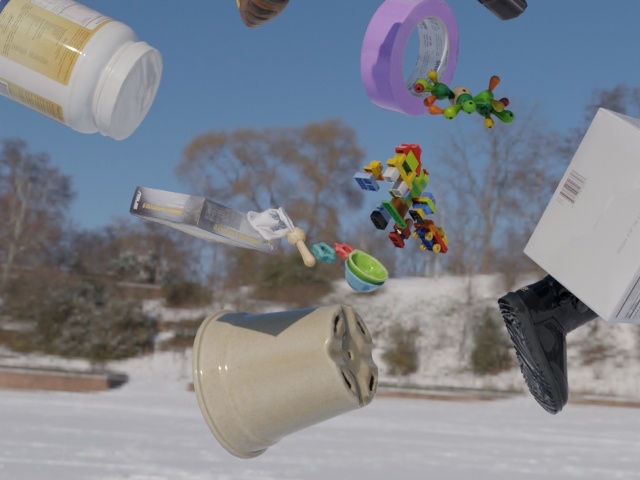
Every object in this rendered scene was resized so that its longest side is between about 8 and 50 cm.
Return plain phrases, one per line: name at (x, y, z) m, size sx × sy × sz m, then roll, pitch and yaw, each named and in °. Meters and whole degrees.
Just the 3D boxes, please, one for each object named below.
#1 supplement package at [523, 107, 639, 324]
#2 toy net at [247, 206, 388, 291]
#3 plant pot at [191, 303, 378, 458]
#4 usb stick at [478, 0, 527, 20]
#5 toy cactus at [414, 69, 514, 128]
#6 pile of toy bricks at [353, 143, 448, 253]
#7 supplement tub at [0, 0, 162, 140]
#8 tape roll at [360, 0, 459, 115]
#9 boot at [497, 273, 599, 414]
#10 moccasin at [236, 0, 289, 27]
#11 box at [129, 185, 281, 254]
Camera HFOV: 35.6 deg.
supplement package at (0.475, -0.035, 1.527) m, size 0.145 × 0.262 × 0.204 m, roll 8°, pitch 26°, yaw -37°
toy net at (0.000, 0.000, 1.522) m, size 0.232 × 0.045 × 0.122 m, roll 31°, pitch 27°, yaw 2°
plant pot at (-0.055, 0.277, 2.148) m, size 0.305 × 0.334 × 0.334 m, roll -17°, pitch -18°, yaw 24°
usb stick at (0.316, -0.541, 2.045) m, size 0.278 × 0.045 × 0.077 m, roll 30°, pitch -25°, yaw -32°
toy cactus at (0.296, -0.302, 2.083) m, size 0.218 × 0.112 × 0.180 m, roll 9°, pitch 15°, yaw -2°
pile of toy bricks at (0.140, -0.079, 1.584) m, size 0.118 × 0.105 × 0.212 m, roll 10°, pitch -33°, yaw 41°
supplement tub at (-0.490, -0.345, 1.935) m, size 0.316 × 0.228 × 0.228 m, roll 26°, pitch -7°, yaw 8°
tape roll at (0.211, -0.433, 2.327) m, size 0.090 × 0.275 × 0.274 m, roll 20°, pitch 2°, yaw 37°
boot at (0.441, 0.157, 1.747) m, size 0.207 × 0.247 × 0.094 m, roll -26°, pitch 13°, yaw -14°
moccasin at (-0.091, -0.603, 2.022) m, size 0.139 × 0.380 × 0.147 m, roll 13°, pitch -20°, yaw -21°
box at (-0.210, -0.036, 1.864) m, size 0.183 × 0.056 × 0.231 m, roll 11°, pitch -6°, yaw 37°
